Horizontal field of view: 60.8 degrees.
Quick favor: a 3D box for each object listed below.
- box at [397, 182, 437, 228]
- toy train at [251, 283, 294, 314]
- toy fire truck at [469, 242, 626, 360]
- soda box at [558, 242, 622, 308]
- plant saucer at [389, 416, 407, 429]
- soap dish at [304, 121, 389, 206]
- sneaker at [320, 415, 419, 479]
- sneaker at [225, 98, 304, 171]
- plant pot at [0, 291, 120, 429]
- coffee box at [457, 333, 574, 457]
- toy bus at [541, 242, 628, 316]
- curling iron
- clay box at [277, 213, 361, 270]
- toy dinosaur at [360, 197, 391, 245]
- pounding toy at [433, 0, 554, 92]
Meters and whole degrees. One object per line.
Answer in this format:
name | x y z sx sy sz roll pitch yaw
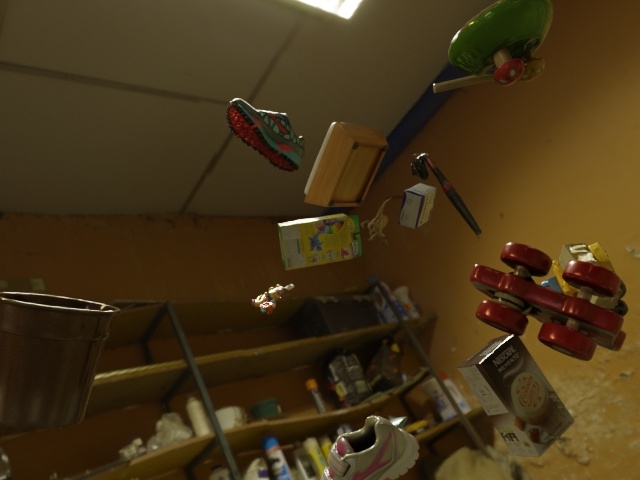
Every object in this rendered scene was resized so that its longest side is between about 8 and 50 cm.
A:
box | 0.342 -0.122 1.915 0.137 0.072 0.126 -28 -47 -52
toy train | -0.162 0.208 1.879 0.125 0.046 0.166 -2 24 39
toy fire truck | 0.467 0.140 1.130 0.169 0.302 0.254 -64 -32 -9
soda box | 0.658 0.087 1.341 0.058 0.181 0.061 -5 -50 -4
plant saucer | 0.204 0.627 1.727 0.195 0.037 0.195 -43 -26 -27
soap dish | 0.091 -0.242 1.833 0.229 0.118 0.291 -4 -55 -47
sneaker | 0.046 0.396 0.934 0.252 0.111 0.103 -42 18 -15
sneaker | -0.143 -0.303 1.474 0.104 0.125 0.262 -4 -34 44
plant pot | -0.384 0.166 0.769 0.167 0.165 0.167 9 -4 1
coffee box | 0.464 0.367 1.301 0.141 0.246 0.098 -31 -6 -26
toy bus | 0.715 0.143 1.511 0.211 0.149 0.220 -22 -48 16
curling iron | 0.333 -0.123 1.436 0.035 0.274 0.068 -21 -25 -42
clay box | 0.000 0.000 1.521 0.222 0.053 0.127 -9 -77 -14
toy dinosaur | 0.176 -0.057 1.702 0.093 0.053 0.183 -24 -47 -23
pounding toy | 0.319 -0.305 0.946 0.183 0.110 0.237 -19 -14 -9
